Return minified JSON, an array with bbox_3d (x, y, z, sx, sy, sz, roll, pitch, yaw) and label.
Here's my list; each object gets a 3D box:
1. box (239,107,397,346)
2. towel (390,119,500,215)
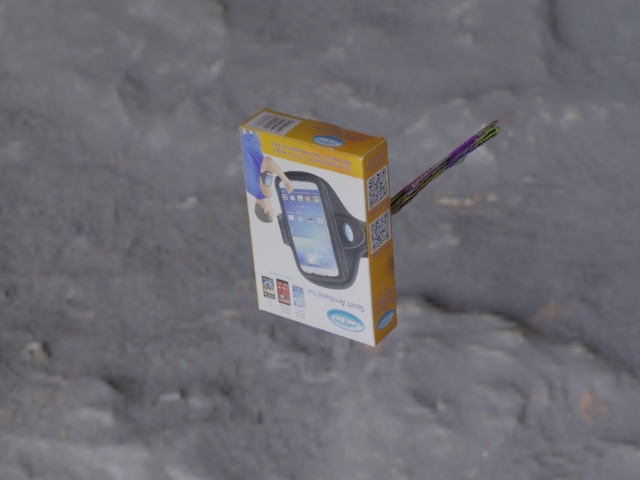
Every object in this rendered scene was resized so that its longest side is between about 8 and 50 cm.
[{"bbox_3d":[0.000,0.000,0.891,0.081,0.136,0.028,16,35,31],"label":"box"},{"bbox_3d":[0.065,-0.037,0.942,0.083,0.060,0.009,-37,88,-30],"label":"towel"}]
